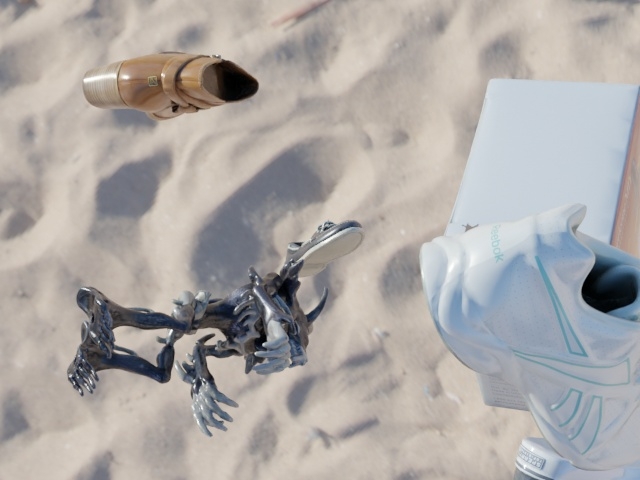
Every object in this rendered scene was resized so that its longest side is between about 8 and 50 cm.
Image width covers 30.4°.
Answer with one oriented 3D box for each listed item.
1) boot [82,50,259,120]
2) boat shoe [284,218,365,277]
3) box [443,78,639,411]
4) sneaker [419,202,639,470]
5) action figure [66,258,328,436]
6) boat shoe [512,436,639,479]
[{"bbox_3d":[-0.124,-0.159,1.203,0.152,0.197,0.073,0,102,32],"label":"boot"},{"bbox_3d":[0.000,0.000,1.846,0.075,0.206,0.065,0,70,-29],"label":"boat shoe"},{"bbox_3d":[0.142,0.009,0.705,0.091,0.170,0.130,6,54,21],"label":"box"},{"bbox_3d":[0.097,0.039,0.422,0.061,0.152,0.053,-25,48,25],"label":"sneaker"},{"bbox_3d":[-0.096,0.103,1.127,0.164,0.276,0.141,-60,44,38],"label":"action figure"},{"bbox_3d":[0.355,0.305,1.390,0.108,0.301,0.102,32,108,63],"label":"boat shoe"}]
